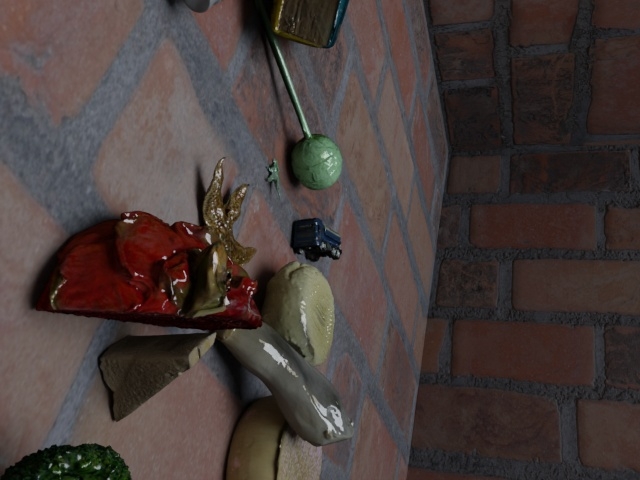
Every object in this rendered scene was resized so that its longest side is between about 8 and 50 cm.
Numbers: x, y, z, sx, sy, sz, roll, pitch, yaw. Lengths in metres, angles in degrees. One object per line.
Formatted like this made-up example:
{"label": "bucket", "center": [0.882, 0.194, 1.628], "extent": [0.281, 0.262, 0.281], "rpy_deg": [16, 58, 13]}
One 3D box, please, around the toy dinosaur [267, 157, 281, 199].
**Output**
{"label": "toy dinosaur", "center": [-0.095, -0.133, 1.283], "extent": [0.062, 0.021, 0.083], "rpy_deg": [-80, 160, -59]}

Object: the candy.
{"label": "candy", "center": [-0.056, -0.304, 1.299], "extent": [0.119, 0.119, 0.440], "rpy_deg": [-63, 141, -50]}

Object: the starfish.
{"label": "starfish", "center": [-0.162, -0.003, 1.048], "extent": [0.235, 0.062, 0.277], "rpy_deg": [-18, 104, -69]}

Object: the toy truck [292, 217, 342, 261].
{"label": "toy truck", "center": [0.000, 0.000, 1.464], "extent": [0.201, 0.074, 0.088], "rpy_deg": [29, 59, -67]}

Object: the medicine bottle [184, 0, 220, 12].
{"label": "medicine bottle", "center": [-0.140, -0.482, 1.027], "extent": [0.352, 0.110, 0.110], "rpy_deg": [-69, 151, -44]}

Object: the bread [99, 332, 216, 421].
{"label": "bread", "center": [-0.208, 0.182, 0.809], "extent": [0.077, 0.152, 0.105], "rpy_deg": [-45, 127, -61]}

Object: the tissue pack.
{"label": "tissue pack", "center": [-0.012, -0.492, 1.212], "extent": [0.271, 0.133, 0.192], "rpy_deg": [-78, -175, -73]}

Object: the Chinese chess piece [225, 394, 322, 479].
{"label": "Chinese chess piece", "center": [-0.083, 0.444, 1.197], "extent": [0.270, 0.112, 0.270], "rpy_deg": [0, 90, -70]}

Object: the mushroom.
{"label": "mushroom", "center": [-0.063, 0.251, 1.103], "extent": [0.351, 0.097, 0.109], "rpy_deg": [49, 36, -8]}

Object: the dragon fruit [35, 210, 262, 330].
{"label": "dragon fruit", "center": [-0.178, 0.038, 0.803], "extent": [0.317, 0.205, 0.152], "rpy_deg": [33, 59, -67]}

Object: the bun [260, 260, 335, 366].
{"label": "bun", "center": [-0.055, 0.151, 1.238], "extent": [0.220, 0.134, 0.221], "rpy_deg": [-7, 90, -71]}

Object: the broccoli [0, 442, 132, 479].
{"label": "broccoli", "center": [-0.245, 0.349, 0.537], "extent": [0.297, 0.297, 0.298], "rpy_deg": [0, 90, -33]}
